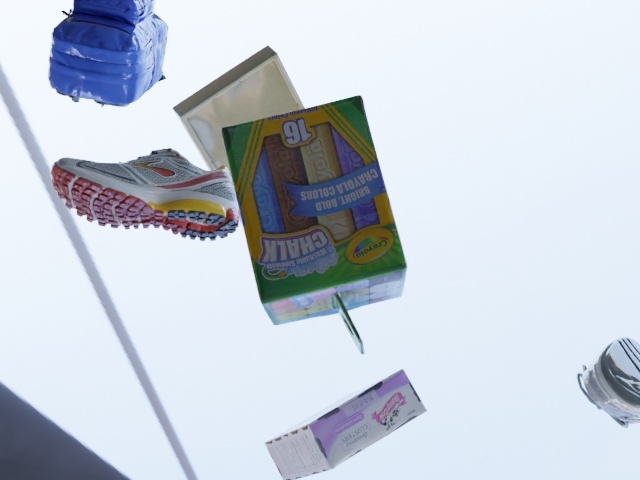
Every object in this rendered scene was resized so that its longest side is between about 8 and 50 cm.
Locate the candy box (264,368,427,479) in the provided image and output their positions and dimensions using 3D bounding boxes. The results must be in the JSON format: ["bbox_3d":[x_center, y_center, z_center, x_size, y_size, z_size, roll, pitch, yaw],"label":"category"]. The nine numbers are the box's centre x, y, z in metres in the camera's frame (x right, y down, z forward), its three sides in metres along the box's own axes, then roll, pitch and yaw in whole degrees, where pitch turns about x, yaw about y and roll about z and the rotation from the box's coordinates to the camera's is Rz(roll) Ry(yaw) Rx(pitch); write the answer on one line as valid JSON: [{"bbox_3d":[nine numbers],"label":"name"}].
[{"bbox_3d":[0.032,0.262,1.495,0.165,0.196,0.070,-26,-97,-26],"label":"candy box"}]

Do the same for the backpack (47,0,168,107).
[{"bbox_3d":[-0.200,-0.180,0.981,0.098,0.101,0.120,8,-150,4],"label":"backpack"}]

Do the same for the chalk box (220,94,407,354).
[{"bbox_3d":[0.000,0.000,0.971,0.132,0.132,0.213,-12,-105,-2],"label":"chalk box"}]

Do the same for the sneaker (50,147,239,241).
[{"bbox_3d":[-0.207,-0.064,1.269,0.225,0.088,0.092,11,-120,-21],"label":"sneaker"}]

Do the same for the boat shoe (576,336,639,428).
[{"bbox_3d":[0.419,0.201,1.442,0.103,0.320,0.118,-42,-110,21],"label":"boat shoe"}]

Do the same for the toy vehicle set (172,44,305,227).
[{"bbox_3d":[-0.085,-0.133,1.576,0.166,0.267,0.035,-34,-141,-7],"label":"toy vehicle set"}]
